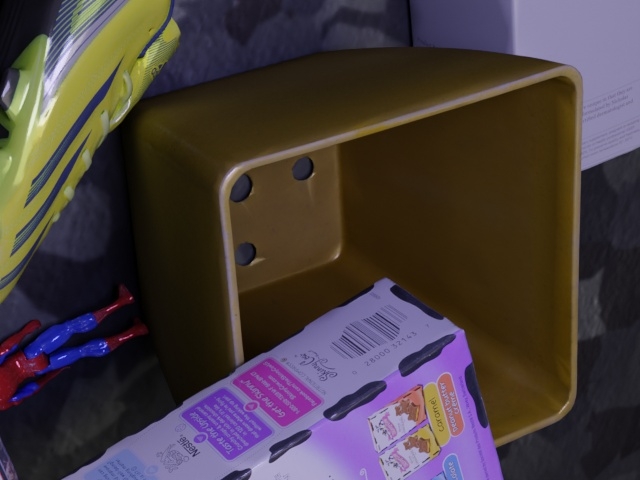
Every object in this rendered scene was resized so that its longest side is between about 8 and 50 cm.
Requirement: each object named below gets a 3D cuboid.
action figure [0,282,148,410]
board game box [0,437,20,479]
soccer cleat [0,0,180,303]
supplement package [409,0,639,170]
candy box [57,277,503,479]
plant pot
[{"bbox_3d":[-0.156,0.065,0.889,0.115,0.030,0.038,-28,119,-16],"label":"action figure"},{"bbox_3d":[-0.298,0.153,0.756,0.291,0.141,0.232,-29,125,-21],"label":"board game box"},{"bbox_3d":[-0.126,-0.080,0.804,0.121,0.093,0.289,12,104,-45],"label":"soccer cleat"},{"bbox_3d":[0.123,-0.138,0.940,0.105,0.105,0.179,-21,122,-25],"label":"supplement package"},{"bbox_3d":[-0.010,0.139,0.754,0.196,0.070,0.164,-31,126,-20],"label":"candy box"},{"bbox_3d":[0.000,0.000,0.864,0.212,0.187,0.212,-19,121,-27],"label":"plant pot"}]
